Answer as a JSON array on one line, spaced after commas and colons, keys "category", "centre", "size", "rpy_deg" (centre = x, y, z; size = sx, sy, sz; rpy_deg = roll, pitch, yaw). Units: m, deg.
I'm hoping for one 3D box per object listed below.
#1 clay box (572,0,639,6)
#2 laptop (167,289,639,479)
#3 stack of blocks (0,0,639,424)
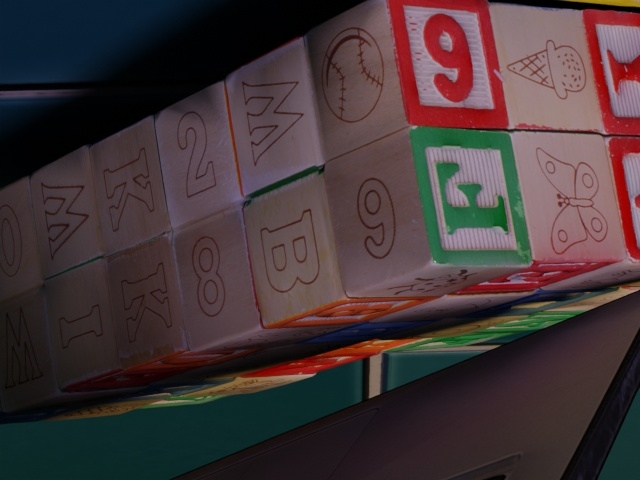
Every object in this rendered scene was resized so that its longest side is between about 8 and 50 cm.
[{"category": "clay box", "centre": [0.095, -0.114, 0.541], "size": [0.222, 0.053, 0.127], "rpy_deg": [3, 160, -13]}, {"category": "laptop", "centre": [-0.155, 0.074, 0.556], "size": [0.382, 0.236, 0.408], "rpy_deg": [-24, -168, 30]}, {"category": "stack of blocks", "centre": [0.000, 0.000, 0.733], "size": [0.171, 0.087, 0.297], "rpy_deg": [-1, 167, -40]}]
